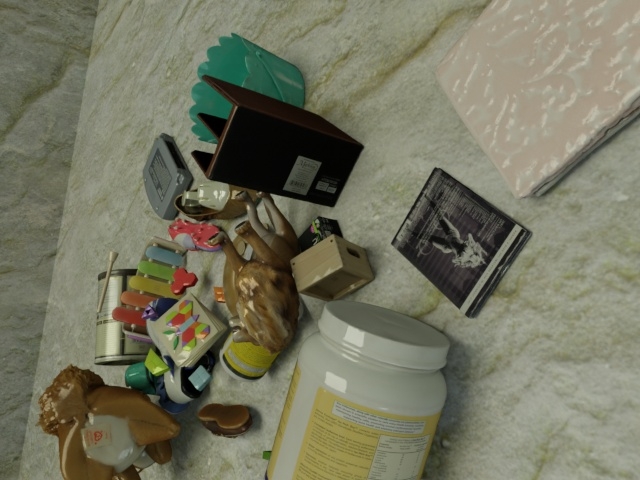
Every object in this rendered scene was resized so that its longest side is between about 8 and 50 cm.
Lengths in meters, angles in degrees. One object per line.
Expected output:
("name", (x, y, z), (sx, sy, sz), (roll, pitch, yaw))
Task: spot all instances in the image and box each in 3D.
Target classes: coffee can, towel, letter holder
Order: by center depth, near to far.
("towel", (0.342, -0.273, 0.800), (0.332, 0.053, 0.317), (-47, 50, 35))
("letter holder", (-0.108, -0.207, 1.142), (0.214, 0.302, 0.152), (48, 119, 45))
("coffee can", (-0.598, 0.245, 1.731), (0.201, 0.201, 0.275), (-22, 66, 47))

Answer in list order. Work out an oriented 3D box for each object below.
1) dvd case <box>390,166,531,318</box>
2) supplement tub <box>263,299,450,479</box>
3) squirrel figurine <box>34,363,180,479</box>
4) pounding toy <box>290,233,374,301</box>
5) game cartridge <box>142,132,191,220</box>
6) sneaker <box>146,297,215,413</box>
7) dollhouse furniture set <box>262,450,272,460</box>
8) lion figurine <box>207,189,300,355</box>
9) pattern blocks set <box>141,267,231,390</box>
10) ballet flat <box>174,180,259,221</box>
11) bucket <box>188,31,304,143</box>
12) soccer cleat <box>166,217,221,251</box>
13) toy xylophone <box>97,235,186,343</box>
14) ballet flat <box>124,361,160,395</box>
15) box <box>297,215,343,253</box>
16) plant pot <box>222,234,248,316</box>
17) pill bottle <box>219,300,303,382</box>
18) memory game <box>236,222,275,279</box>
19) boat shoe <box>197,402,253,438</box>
("dvd case", (0.222, -0.003, 0.917), (0.221, 0.018, 0.164), (49, 118, 45))
("supplement tub", (0.059, 0.284, 0.877), (0.241, 0.241, 0.331), (25, 101, 51))
("squirrel figurine", (-0.588, 0.509, 1.543), (0.281, 0.397, 0.370), (-51, -6, -15))
("pounding toy", (0.021, 0.053, 1.081), (0.130, 0.141, 0.100), (-31, 58, 26))
("game cartridge", (-0.524, -0.209, 1.860), (0.297, 0.062, 0.198), (55, 128, 41))
("sneaker", (-0.370, 0.300, 1.515), (0.182, 0.127, 0.315), (-29, 67, 40))
("dollhouse furniture set", (-0.086, 0.520, 1.152), (0.076, 0.059, 0.151), (-14, 71, 49))
("lion figurine", (-0.102, 0.034, 1.137), (0.142, 0.240, 0.392), (-24, 23, 26))
("pattern blocks set", (-0.347, 0.228, 1.442), (0.325, 0.026, 0.285), (25, 71, 33))
("ballet flat", (-0.299, -0.116, 1.502), (0.342, 0.124, 0.116), (-4, 80, 50))
("bucket", (-0.181, -0.347, 1.360), (0.281, 0.183, 0.281), (-14, 71, 50))
("soccer cleat", (-0.349, -0.003, 1.591), (0.248, 0.095, 0.083), (15, 53, 40))
("toy xylophone", (-0.523, 0.145, 1.636), (0.081, 0.236, 0.322), (-27, 57, 55))
("ballet flat", (-0.515, 0.402, 1.594), (0.247, 0.087, 0.083), (102, 157, -65))
("box", (0.000, 0.000, 1.163), (0.083, 0.052, 0.062), (-46, 48, 36))
("plant pot", (-0.172, 0.083, 1.375), (0.236, 0.032, 0.236), (-13, 73, 48))
("pill bottle", (-0.130, 0.208, 1.227), (0.208, 0.119, 0.119), (-56, 45, 28))
("memory game", (-0.155, 0.046, 1.327), (0.186, 0.012, 0.186), (-14, 72, 48))
("boat shoe", (-0.220, 0.442, 1.336), (0.207, 0.073, 0.073), (-11, 111, 53))
